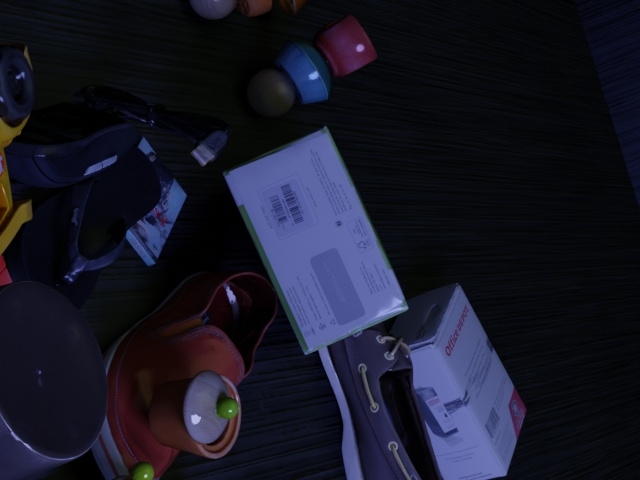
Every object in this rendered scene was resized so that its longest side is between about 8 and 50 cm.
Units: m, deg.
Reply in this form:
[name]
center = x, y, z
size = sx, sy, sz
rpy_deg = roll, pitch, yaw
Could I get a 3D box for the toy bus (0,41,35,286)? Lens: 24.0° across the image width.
[toy bus]
center = -0.303, -0.037, 1.235
size = 0.220, 0.149, 0.211
rpy_deg = -67, 143, -56

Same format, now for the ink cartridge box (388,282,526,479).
[ink cartridge box]
center = 0.176, 0.190, 1.988
size = 0.218, 0.092, 0.158
rpy_deg = 62, 28, -18

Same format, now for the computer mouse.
[computer mouse]
center = -0.198, -0.083, 1.433
size = 0.262, 0.184, 0.060
rpy_deg = -38, 141, -65

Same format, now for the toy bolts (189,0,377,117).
[toy bolts]
center = -0.065, -0.264, 1.862
size = 0.228, 0.158, 0.218
rpy_deg = 57, -12, -5

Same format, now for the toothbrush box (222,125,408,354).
[toothbrush box]
center = 0.000, 0.000, 1.637
size = 0.283, 0.122, 0.206
rpy_deg = -21, 87, -87

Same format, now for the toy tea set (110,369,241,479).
[toy tea set]
center = -0.093, 0.284, 1.322
size = 0.200, 0.124, 0.336
rpy_deg = -26, 111, -55

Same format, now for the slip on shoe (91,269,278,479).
[slip on shoe]
center = -0.131, 0.124, 1.468
size = 0.123, 0.101, 0.331
rpy_deg = 63, 30, -18

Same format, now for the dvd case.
[dvd case]
center = -0.183, -0.042, 1.575
size = 0.087, 0.013, 0.119
rpy_deg = 55, 33, -26

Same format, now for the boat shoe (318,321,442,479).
[boat shoe]
center = 0.068, 0.168, 1.802
size = 0.117, 0.097, 0.324
rpy_deg = 13, 61, -58

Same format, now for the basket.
[basket]
center = -0.278, 0.120, 1.066
size = 0.204, 0.227, 0.154
rpy_deg = 32, 46, -49

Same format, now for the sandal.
[sandal]
center = -0.218, -0.019, 1.437
size = 0.097, 0.054, 0.254
rpy_deg = 56, 36, -22
